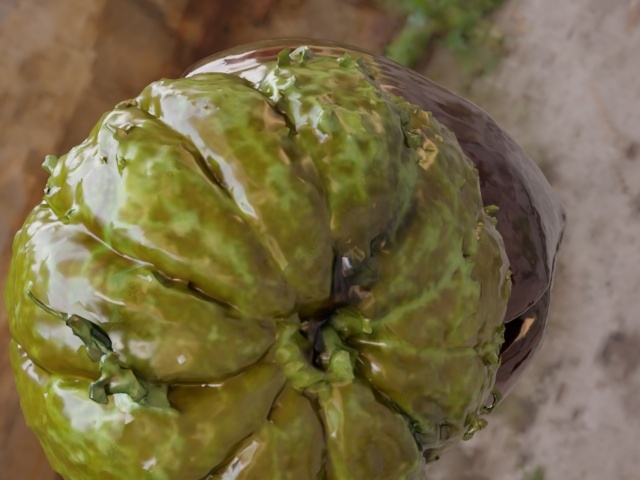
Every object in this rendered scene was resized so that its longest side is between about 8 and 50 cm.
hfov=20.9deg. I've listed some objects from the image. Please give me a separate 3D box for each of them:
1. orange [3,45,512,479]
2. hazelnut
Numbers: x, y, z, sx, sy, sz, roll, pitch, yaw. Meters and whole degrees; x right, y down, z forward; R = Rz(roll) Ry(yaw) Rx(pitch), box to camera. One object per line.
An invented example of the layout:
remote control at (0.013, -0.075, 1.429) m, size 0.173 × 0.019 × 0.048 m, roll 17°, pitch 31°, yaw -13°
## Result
orange at (-0.037, 0.030, 0.992) m, size 0.301 × 0.300 × 0.223 m, roll -46°, pitch 31°, yaw -11°
hazelnut at (0.000, 0.000, 1.524) m, size 0.402 × 0.402 × 0.429 m, roll -63°, pitch 12°, yaw 16°
